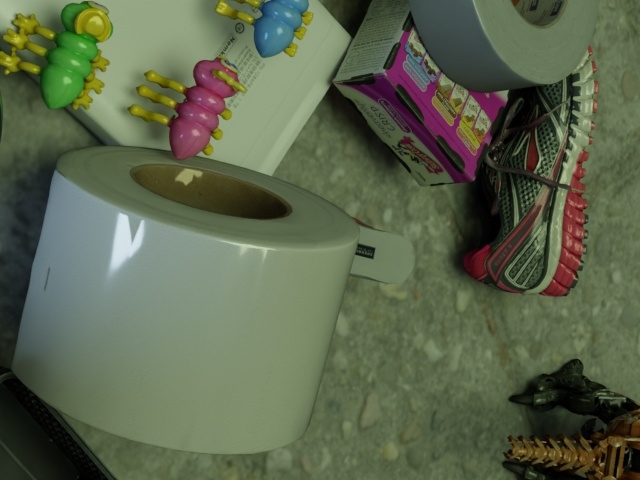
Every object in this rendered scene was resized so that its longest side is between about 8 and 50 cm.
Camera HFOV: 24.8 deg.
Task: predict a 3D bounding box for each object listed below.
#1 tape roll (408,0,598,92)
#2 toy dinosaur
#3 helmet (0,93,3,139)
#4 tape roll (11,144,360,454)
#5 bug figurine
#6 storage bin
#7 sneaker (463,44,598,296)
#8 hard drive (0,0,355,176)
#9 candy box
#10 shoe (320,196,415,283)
[{"bbox_3d":[0.172,-0.250,1.352,0.219,0.072,0.219,3,87,-48],"label":"tape roll"},{"bbox_3d":[0.318,0.213,1.522,0.322,0.218,0.164,34,74,-34],"label":"toy dinosaur"},{"bbox_3d":[-0.309,-0.090,1.053,0.169,0.161,0.169,-4,96,-37],"label":"helmet"},{"bbox_3d":[-0.105,0.039,1.147,0.246,0.246,0.169,4,108,-37],"label":"tape roll"},{"bbox_3d":[-0.122,-0.183,1.164,0.279,0.072,0.216,22,90,-31],"label":"bug figurine"},{"bbox_3d":[-0.252,0.196,1.171,0.122,0.084,0.180,-48,120,-24],"label":"storage bin"},{"bbox_3d":[0.215,-0.095,1.488,0.112,0.121,0.299,5,82,-7],"label":"sneaker"},{"bbox_3d":[-0.143,-0.198,1.244,0.353,0.047,0.233,44,68,-32],"label":"hard drive"},{"bbox_3d":[0.119,-0.191,1.398,0.159,0.071,0.233,47,56,-34],"label":"candy box"},{"bbox_3d":[0.000,0.000,1.346,0.178,0.081,0.063,19,83,-40],"label":"shoe"}]
